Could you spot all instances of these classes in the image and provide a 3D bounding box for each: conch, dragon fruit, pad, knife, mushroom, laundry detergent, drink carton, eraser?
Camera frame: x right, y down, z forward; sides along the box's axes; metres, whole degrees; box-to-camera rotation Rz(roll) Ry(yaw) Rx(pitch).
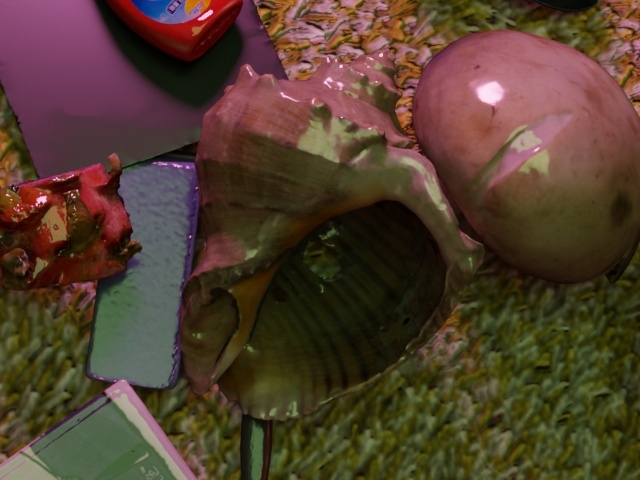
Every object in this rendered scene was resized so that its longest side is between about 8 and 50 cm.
[{"bbox_3d":[0.005,-0.004,1.277,0.263,0.186,0.324,32,117,14],"label":"conch"},{"bbox_3d":[-0.236,-0.010,1.260,0.147,0.096,0.102,-10,91,15],"label":"dragon fruit"},{"bbox_3d":[-0.198,-0.242,1.381,0.247,0.007,0.368,-21,75,-13],"label":"pad"},{"bbox_3d":[-0.065,0.237,1.295,0.035,0.018,0.247,7,76,-8],"label":"knife"},{"bbox_3d":[0.186,-0.067,1.316,0.184,0.255,0.255,-32,81,22],"label":"mushroom"},{"bbox_3d":[-0.156,-0.237,1.355,0.165,0.049,0.097,38,64,8],"label":"laundry detergent"},{"bbox_3d":[-0.214,0.234,1.232,0.222,0.102,0.134,-35,86,-15],"label":"drink carton"},{"bbox_3d":[-0.153,0.020,1.325,0.082,0.036,0.225,7,75,-7],"label":"eraser"}]

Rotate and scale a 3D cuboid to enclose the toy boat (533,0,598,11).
[{"bbox_3d":[0.166,-0.290,1.431,0.246,0.103,0.093,29,60,-15],"label":"toy boat"}]
